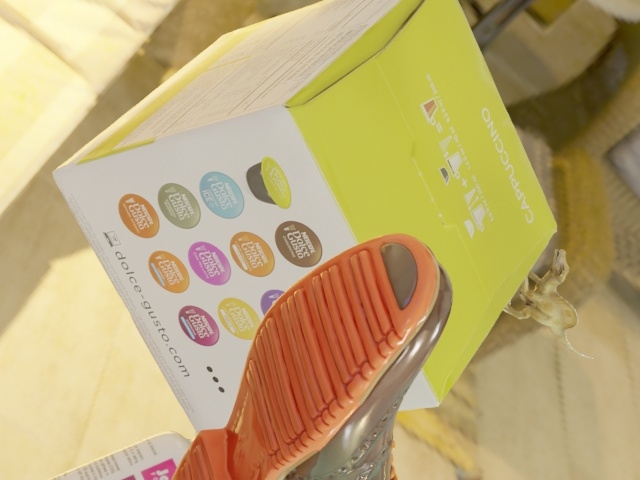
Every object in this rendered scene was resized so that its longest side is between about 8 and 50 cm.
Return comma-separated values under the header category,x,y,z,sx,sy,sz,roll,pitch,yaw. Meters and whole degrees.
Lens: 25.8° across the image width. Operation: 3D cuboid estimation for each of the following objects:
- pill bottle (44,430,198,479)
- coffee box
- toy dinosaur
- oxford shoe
category,x,y,z,sx,sy,sz,roll,pitch,yaw
pill bottle,-0.199,0.307,1.538,0.283,0.160,0.160,-22,64,-14
coffee box,-0.002,-0.041,1.480,0.338,0.334,0.338,-47,117,-45
toy dinosaur,0.262,0.082,1.618,0.092,0.183,0.053,23,57,37
oxford shoe,0.006,0.101,0.766,0.098,0.271,0.097,15,40,-27
